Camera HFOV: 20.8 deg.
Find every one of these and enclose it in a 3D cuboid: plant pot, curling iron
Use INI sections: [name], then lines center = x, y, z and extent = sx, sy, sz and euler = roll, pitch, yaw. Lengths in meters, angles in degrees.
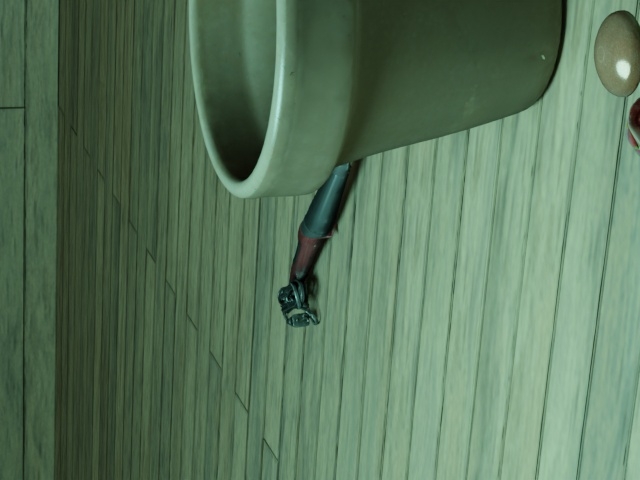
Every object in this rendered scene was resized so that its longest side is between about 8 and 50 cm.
[plant pot]
center = 0.042, -0.167, 1.263
extent = 0.263, 0.229, 0.263
euler = 176, 90, -72
[curling iron]
center = 0.000, 0.000, 1.734
extent = 0.274, 0.035, 0.068
euler = 110, 147, -51

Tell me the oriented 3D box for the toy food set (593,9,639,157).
[toy food set]
center = 0.210, -0.102, 1.010
extent = 0.218, 0.071, 0.128
euler = 135, 129, -67
